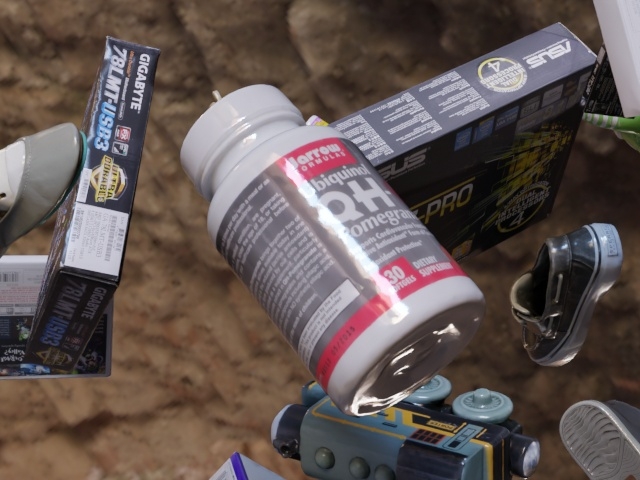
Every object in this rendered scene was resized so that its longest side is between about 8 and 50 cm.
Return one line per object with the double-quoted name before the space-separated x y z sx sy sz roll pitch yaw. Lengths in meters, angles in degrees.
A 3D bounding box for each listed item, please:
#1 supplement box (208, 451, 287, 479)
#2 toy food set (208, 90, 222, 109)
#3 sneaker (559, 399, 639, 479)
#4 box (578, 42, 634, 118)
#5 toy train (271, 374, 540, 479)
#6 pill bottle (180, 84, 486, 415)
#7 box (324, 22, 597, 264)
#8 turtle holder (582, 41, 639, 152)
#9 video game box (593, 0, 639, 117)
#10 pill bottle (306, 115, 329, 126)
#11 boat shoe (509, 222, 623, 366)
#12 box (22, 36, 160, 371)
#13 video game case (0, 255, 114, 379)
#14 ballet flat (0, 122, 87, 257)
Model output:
"supplement box" -0.134 0.407 1.719 0.114 0.220 0.111 36 15 -34
"toy food set" -0.103 -0.114 1.636 0.132 0.038 0.192 64 -15 7
"sneaker" 0.341 0.252 1.322 0.118 0.083 0.222 0 56 -58
"box" 0.342 -0.182 1.492 0.018 0.067 0.083 -105 -156 -53
"toy train" 0.100 0.250 1.625 0.334 0.190 0.142 11 -68 32
"pill bottle" 0.000 0.000 1.274 0.318 0.176 0.176 51 -10 24
"box" 0.152 -0.077 1.665 0.097 0.395 0.318 50 -27 30
"turtle holder" 0.521 -0.227 1.994 0.227 0.320 0.243 49 -5 47
"video game box" 0.382 -0.254 1.403 0.048 0.187 0.205 -6 -79 65
"pill bottle" 0.013 -0.131 1.774 0.083 0.043 0.043 34 -12 5
"boat shoe" 0.329 0.076 1.876 0.335 0.119 0.121 100 -13 -55
"box" -0.264 -0.033 1.497 0.073 0.293 0.295 15 -29 -13
"video game case" -0.361 0.099 1.664 0.022 0.190 0.173 -118 -150 -62
"ballet flat" -0.261 -0.033 1.049 0.213 0.068 0.072 -36 -128 46
